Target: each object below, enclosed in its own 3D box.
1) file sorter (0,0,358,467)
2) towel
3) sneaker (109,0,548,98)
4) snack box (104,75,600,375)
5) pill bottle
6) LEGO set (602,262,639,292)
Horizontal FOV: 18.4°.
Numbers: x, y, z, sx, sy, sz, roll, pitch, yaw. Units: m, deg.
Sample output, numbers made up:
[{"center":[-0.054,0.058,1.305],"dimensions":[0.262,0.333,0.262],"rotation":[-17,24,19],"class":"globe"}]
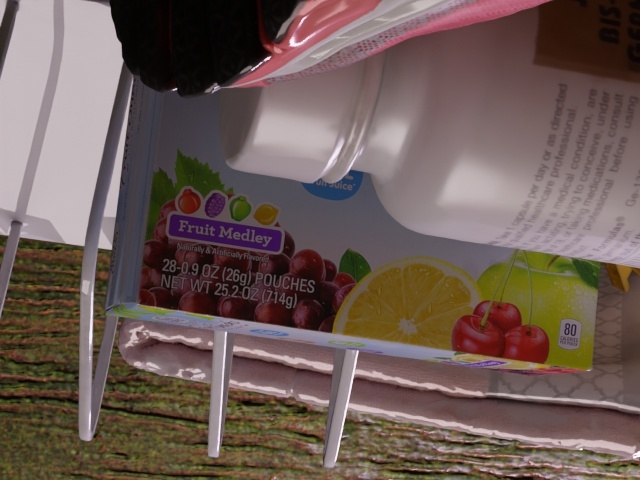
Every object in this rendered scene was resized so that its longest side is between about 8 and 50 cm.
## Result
[{"center":[-0.105,-0.005,1.017],"dimensions":[0.278,0.173,0.193],"rotation":[7,140,-2],"class":"file sorter"},{"center":[0.062,0.018,1.260],"dimensions":[0.317,0.053,0.332],"rotation":[10,-157,6],"class":"towel"},{"center":[0.054,-0.094,0.509],"dimensions":[0.136,0.116,0.314],"rotation":[5,173,-35],"class":"sneaker"},{"center":[0.021,-0.040,0.864],"dimensions":[0.207,0.174,0.070],"rotation":[10,171,-19],"class":"snack box"},{"center":[0.083,-0.061,0.776],"dimensions":[0.229,0.131,0.131],"rotation":[8,175,-13],"class":"pill bottle"},{"center":[0.189,-0.047,1.173],"dimensions":[0.132,0.107,0.287],"rotation":[47,165,-19],"class":"LEGO set"}]
